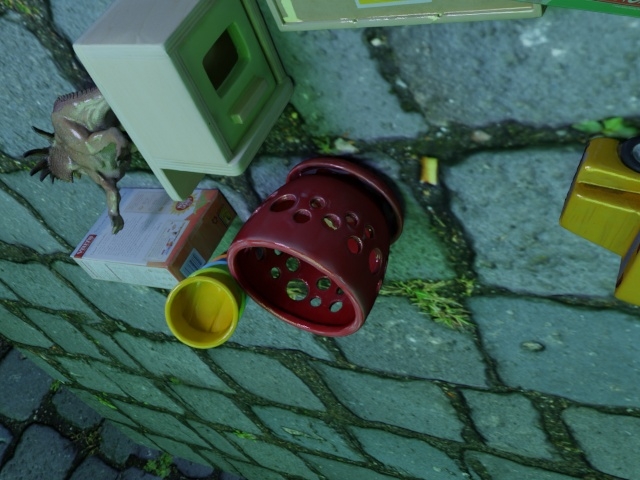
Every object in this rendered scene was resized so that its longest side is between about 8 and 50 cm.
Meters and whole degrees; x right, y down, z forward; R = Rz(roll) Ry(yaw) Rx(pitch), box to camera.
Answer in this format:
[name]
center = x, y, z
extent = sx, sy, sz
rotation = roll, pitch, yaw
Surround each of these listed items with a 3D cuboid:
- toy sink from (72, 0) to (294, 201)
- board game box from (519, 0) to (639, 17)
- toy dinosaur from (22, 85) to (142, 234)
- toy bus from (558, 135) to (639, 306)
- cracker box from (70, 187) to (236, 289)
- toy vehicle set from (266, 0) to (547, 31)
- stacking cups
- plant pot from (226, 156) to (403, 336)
[toy sink]
center = -0.126, -0.164, 0.761
extent = 0.131, 0.153, 0.234
rotation = 9, 143, 28
[board game box]
center = 0.171, -0.204, 0.368
extent = 0.317, 0.046, 0.213
rotation = -5, 169, -31
[toy dinosaur]
center = -0.337, -0.147, 0.993
extent = 0.200, 0.127, 0.296
rotation = 32, 144, 7
[toy bus]
center = 0.393, 0.016, 0.634
extent = 0.332, 0.130, 0.108
rotation = 19, 148, 15
[cracker box]
center = -0.268, -0.007, 1.102
extent = 0.232, 0.156, 0.067
rotation = 5, 143, 35
[toy vehicle set]
center = 0.050, -0.263, 0.586
extent = 0.266, 0.035, 0.166
rotation = 8, 143, 30
[stacking cups]
center = -0.145, 0.060, 1.013
extent = 0.096, 0.096, 0.316
rotation = 31, -170, -5
[plant pot]
center = 0.000, 0.000, 0.880
extent = 0.191, 0.174, 0.191
rotation = 20, 149, 13
